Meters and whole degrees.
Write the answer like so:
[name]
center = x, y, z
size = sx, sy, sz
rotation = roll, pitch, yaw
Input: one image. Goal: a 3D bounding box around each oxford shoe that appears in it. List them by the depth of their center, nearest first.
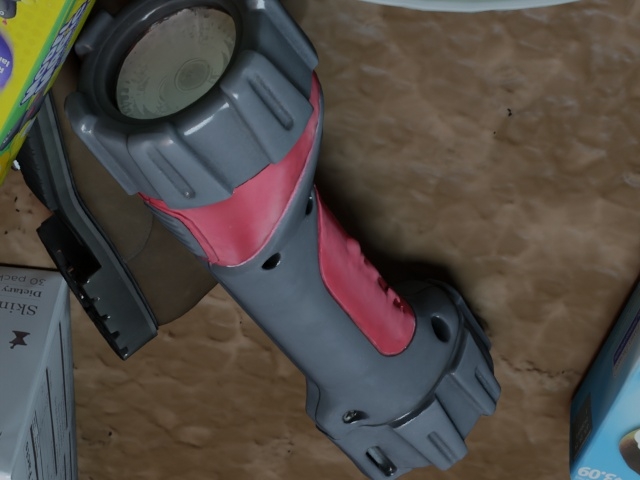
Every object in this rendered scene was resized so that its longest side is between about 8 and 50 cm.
[oxford shoe]
center = -0.099, -0.049, 0.870
size = 0.096, 0.083, 0.227
rotation = -32, 140, -11

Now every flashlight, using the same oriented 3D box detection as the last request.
[flashlight]
center = 0.000, 0.000, 0.867
size = 0.103, 0.103, 0.304
rotation = -15, 143, 22

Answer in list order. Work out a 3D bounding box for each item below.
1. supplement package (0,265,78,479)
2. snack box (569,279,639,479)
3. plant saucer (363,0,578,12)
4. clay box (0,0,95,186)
[supplement package]
center = -0.272, 0.122, 1.004
size = 0.262, 0.145, 0.204
rotation = 5, 134, 1
[snack box]
center = 0.309, 0.084, 0.956
size = 0.322, 0.060, 0.187
rotation = 14, 134, -6
[plant saucer]
center = 0.070, -0.227, 0.627
size = 0.400, 0.100, 0.400
rotation = -2, 130, -2
[clay box]
center = -0.169, -0.089, 0.752
size = 0.127, 0.053, 0.222
rotation = 34, 129, -1
